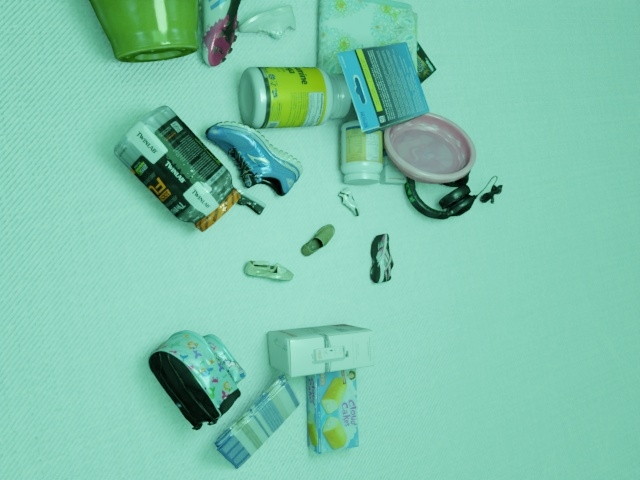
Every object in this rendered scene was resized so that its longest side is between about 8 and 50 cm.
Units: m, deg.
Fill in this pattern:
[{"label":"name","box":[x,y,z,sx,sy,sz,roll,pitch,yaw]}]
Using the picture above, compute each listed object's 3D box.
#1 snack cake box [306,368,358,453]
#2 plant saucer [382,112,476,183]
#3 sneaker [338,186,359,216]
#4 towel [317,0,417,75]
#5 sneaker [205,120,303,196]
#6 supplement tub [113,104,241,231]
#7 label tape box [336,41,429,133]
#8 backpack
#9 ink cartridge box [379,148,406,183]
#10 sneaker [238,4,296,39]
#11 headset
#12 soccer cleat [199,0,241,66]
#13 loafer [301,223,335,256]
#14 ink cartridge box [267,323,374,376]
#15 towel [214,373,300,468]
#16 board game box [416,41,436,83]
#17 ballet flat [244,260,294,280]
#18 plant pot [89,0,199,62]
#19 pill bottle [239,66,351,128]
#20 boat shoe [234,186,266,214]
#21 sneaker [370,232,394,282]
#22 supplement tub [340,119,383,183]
[{"label":"snack cake box","box":[0.038,0.541,1.742,0.152,0.089,0.265,-1,86,-24]},{"label":"plant saucer","box":[0.374,-0.316,1.870,0.331,0.084,0.332,6,54,-8]},{"label":"sneaker","box":[0.100,-0.129,1.857,0.043,0.040,0.109,-31,95,-7]},{"label":"towel","box":[0.173,-0.699,1.888,0.374,0.090,0.321,2,84,-18]},{"label":"sneaker","box":[-0.215,-0.249,1.669,0.330,0.129,0.147,30,72,-20]},{"label":"supplement tub","box":[-0.401,-0.199,1.536,0.338,0.207,0.207,47,69,-13]},{"label":"label tape box","box":[0.180,-0.487,1.723,0.347,0.115,0.249,-25,98,-38]},{"label":"backpack","box":[-0.354,0.373,1.507,0.253,0.225,0.191,49,47,-9]},{"label":"ink cartridge box","box":[0.260,-0.264,1.929,0.088,0.052,0.123,0,85,-24]},{"label":"sneaker","box":[-0.168,-0.706,1.761,0.212,0.080,0.094,-28,110,-25]},{"label":"headset","box":[0.495,-0.191,1.997,0.393,0.185,0.244,-1,73,-14]},{"label":"soccer cleat","box":[-0.329,-0.713,1.678,0.143,0.116,0.332,18,90,14]},{"label":"loafer","box":[0.000,0.000,1.789,0.148,0.050,0.056,-46,104,-21]},{"label":"ink cartridge box","box":[-0.003,0.338,1.674,0.282,0.207,0.117,-2,89,-24]},{"label":"towel","box":[-0.183,0.548,1.614,0.285,0.034,0.209,-43,145,-20]},{"label":"board game box","box":[0.346,-0.686,2.017,0.126,0.026,0.186,-43,103,-22]},{"label":"ballet flat","box":[-0.157,0.094,1.701,0.168,0.057,0.052,7,119,-24]},{"label":"plant pot","box":[-0.488,-0.694,1.483,0.366,0.366,0.353,-15,103,-25]},{"label":"pill bottle","box":[-0.079,-0.461,1.715,0.333,0.188,0.188,-9,89,-25]},{"label":"boat shoe","box":[-0.239,-0.127,1.692,0.142,0.049,0.040,28,76,-23]},{"label":"sneaker","box":[0.223,0.064,1.887,0.077,0.072,0.178,8,91,-36]},{"label":"supplement tub","box":[0.141,-0.298,1.827,0.144,0.144,0.200,1,86,-25]}]
